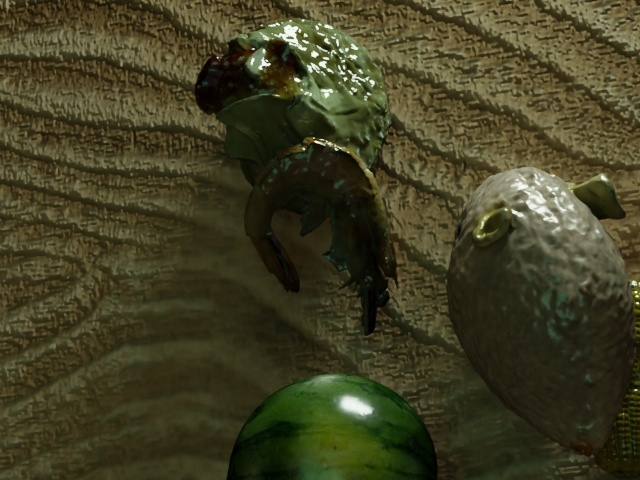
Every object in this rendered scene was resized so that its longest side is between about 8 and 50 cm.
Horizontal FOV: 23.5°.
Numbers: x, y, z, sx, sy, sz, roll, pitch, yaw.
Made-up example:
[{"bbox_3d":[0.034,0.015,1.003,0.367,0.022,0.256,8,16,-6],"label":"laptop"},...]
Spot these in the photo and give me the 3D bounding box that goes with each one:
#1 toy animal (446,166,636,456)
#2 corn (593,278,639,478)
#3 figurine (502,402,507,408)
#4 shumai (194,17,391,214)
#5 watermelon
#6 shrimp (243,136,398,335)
[{"bbox_3d":[0.242,0.065,1.693,0.188,0.226,0.358,-11,60,-18],"label":"toy animal"},{"bbox_3d":[0.350,0.155,1.751,0.080,0.080,0.231,1,80,17],"label":"corn"},{"bbox_3d":[0.243,0.176,1.800,0.083,0.047,0.051,-1,90,21],"label":"figurine"},{"bbox_3d":[-0.032,-0.171,1.862,0.189,0.218,0.256,-14,73,19],"label":"shumai"},{"bbox_3d":[0.014,0.273,1.748,0.242,0.242,0.242,-3,79,16],"label":"watermelon"},{"bbox_3d":[0.000,0.000,1.827,0.173,0.058,0.253,-10,110,-3],"label":"shrimp"}]
